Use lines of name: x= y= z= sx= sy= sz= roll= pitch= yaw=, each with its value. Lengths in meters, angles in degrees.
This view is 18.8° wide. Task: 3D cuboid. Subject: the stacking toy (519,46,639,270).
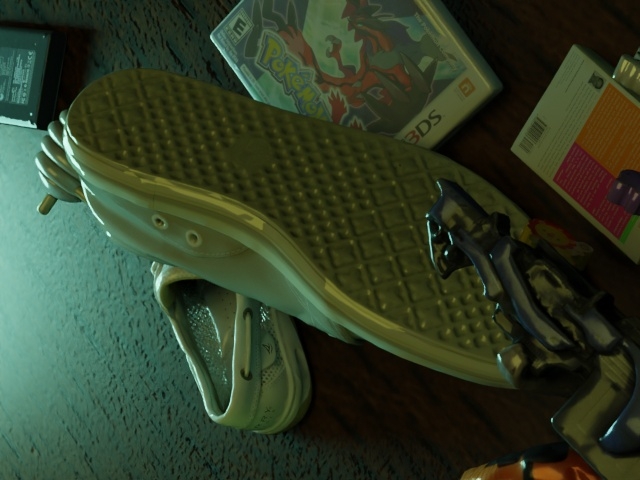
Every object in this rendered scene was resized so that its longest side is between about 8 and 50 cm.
stacking toy: x=0.257 y=-0.008 z=1.304 sx=0.221 sy=0.052 sz=0.167 roll=35 pitch=119 yaw=19

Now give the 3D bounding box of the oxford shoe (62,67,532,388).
oxford shoe: x=0.000 y=0.000 z=1.482 sx=0.449 sy=0.169 sz=0.130 roll=23 pitch=142 yaw=23

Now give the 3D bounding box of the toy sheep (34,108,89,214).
toy sheep: x=-0.209 y=-0.075 z=1.719 sx=0.132 sy=0.091 sz=0.091 roll=-51 pitch=54 yaw=2

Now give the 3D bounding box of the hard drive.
hard drive: x=-0.301 y=-0.159 z=1.849 sx=0.135 sy=0.022 sz=0.094 roll=11 pitch=92 yaw=41

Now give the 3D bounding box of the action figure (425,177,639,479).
action figure: x=0.187 y=0.114 z=1.282 sx=0.330 sy=0.178 sz=0.341 roll=-49 pitch=62 yaw=27

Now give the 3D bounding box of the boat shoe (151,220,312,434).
boat shoe: x=-0.092 y=0.029 z=1.596 sx=0.098 sy=0.096 sz=0.277 roll=-39 pitch=61 yaw=32

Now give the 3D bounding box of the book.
book: x=0.209 y=-0.062 z=1.390 sx=0.144 sy=0.035 sz=0.096 roll=47 pitch=118 yaw=34

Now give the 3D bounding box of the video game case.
video game case: x=0.024 y=-0.142 z=1.524 sx=0.183 sy=0.023 sz=0.201 roll=-43 pitch=75 yaw=33
